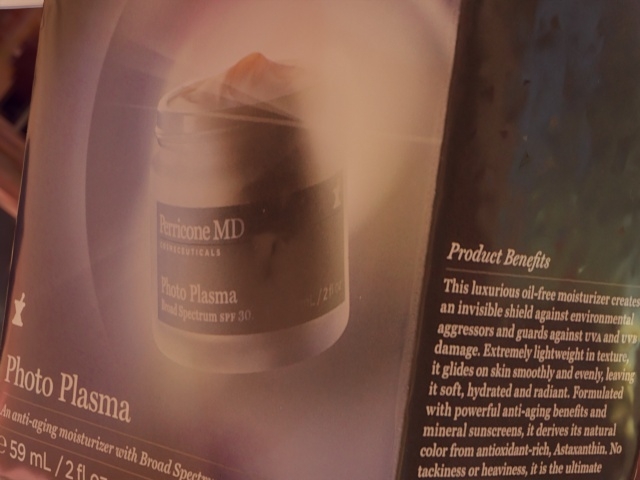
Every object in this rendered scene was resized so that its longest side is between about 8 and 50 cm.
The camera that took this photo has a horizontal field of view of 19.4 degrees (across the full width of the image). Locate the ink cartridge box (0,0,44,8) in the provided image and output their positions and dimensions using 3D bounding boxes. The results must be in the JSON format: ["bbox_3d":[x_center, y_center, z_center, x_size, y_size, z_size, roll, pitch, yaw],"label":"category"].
[{"bbox_3d":[-0.211,-0.402,1.356,0.270,0.151,0.396,-28,78,39],"label":"ink cartridge box"}]

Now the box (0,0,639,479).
[{"bbox_3d":[0.000,0.000,0.905,0.182,0.294,0.296,6,-178,-44],"label":"box"}]
